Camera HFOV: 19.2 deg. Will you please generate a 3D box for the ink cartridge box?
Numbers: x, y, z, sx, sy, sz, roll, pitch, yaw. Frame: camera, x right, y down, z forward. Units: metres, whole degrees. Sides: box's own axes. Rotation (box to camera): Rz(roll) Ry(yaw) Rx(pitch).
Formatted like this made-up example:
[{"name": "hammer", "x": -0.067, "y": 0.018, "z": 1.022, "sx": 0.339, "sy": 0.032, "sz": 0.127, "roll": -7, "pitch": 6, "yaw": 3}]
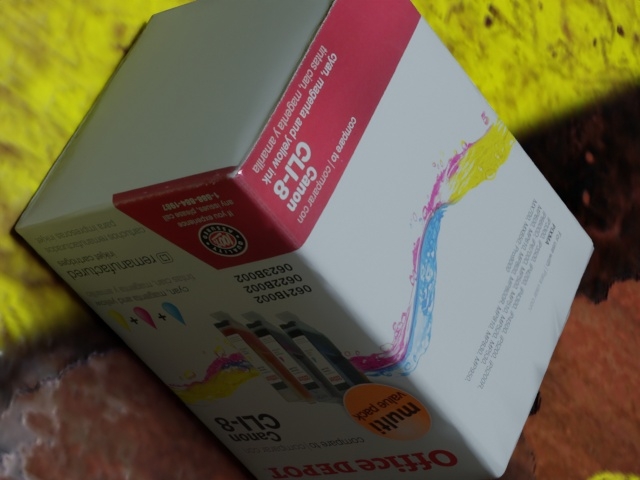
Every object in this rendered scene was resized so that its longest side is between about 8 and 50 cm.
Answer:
[{"name": "ink cartridge box", "x": 0.000, "y": 0.000, "z": 0.753, "sx": 0.176, "sy": 0.128, "sz": 0.127, "roll": 48, "pitch": 50, "yaw": -29}]
